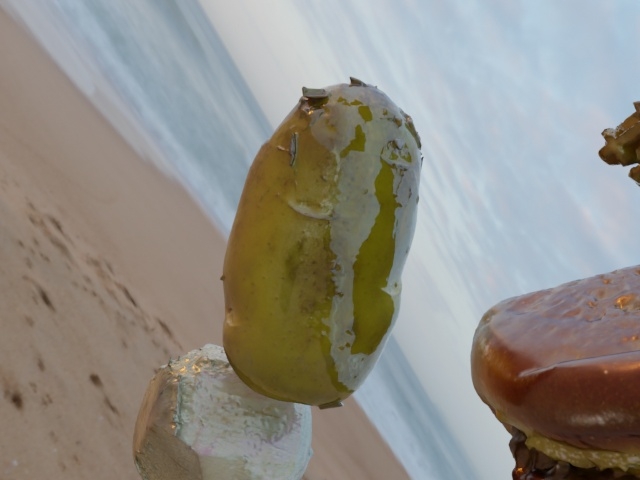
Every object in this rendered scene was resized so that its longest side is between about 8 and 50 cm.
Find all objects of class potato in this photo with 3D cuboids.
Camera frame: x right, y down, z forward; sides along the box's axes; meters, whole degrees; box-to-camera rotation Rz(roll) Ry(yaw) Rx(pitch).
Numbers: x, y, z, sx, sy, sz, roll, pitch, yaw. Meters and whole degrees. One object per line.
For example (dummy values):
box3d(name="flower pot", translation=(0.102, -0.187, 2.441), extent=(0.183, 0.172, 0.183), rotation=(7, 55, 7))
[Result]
box3d(name="potato", translation=(0.000, 0.000, 0.741), extent=(0.140, 0.173, 0.300), rotation=(2, 102, -81))

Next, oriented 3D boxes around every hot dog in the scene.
box3d(name="hot dog", translation=(0.293, 0.120, 0.601), extent=(0.223, 0.405, 0.185), rotation=(-43, 108, -50))

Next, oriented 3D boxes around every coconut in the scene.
box3d(name="coconut", translation=(-0.091, 0.199, 0.830), extent=(0.194, 0.194, 0.194), rotation=(60, 1, -2))

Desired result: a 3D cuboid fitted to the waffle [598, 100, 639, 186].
box3d(name="waffle", translation=(0.289, -0.109, 0.533), extent=(0.046, 0.191, 0.161), rotation=(13, 12, -44))
